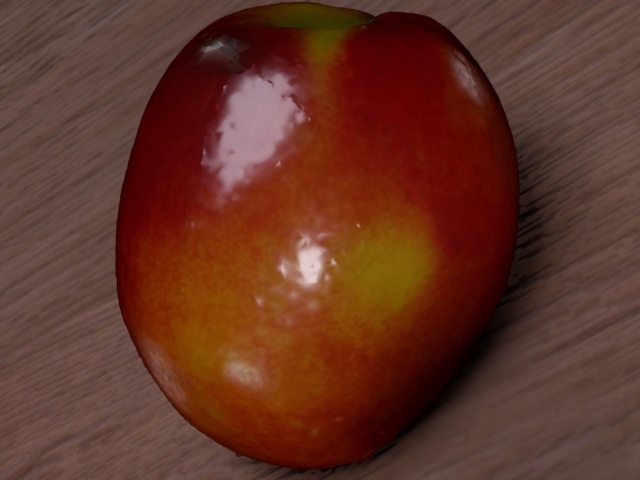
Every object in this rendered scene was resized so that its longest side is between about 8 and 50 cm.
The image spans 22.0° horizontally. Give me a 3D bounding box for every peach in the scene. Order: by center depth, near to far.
[{"bbox_3d":[0.000,0.000,0.802,0.190,0.226,0.196,6,18,9],"label":"peach"}]
